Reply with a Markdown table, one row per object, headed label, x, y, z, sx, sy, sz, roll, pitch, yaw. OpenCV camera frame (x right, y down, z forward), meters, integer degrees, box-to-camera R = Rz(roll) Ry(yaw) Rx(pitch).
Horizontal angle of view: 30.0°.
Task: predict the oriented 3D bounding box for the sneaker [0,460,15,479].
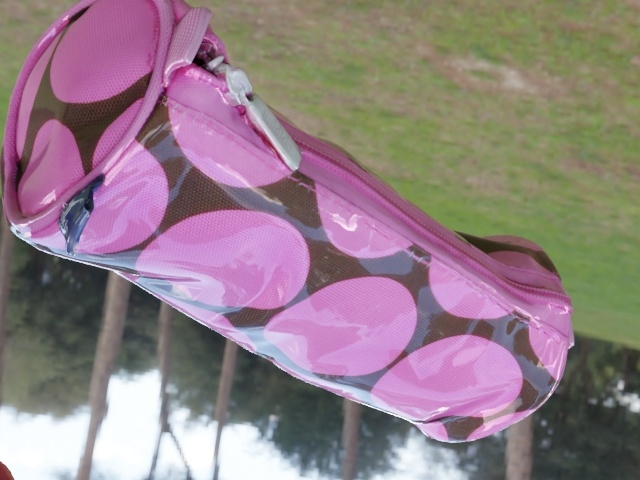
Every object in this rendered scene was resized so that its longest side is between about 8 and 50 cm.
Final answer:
| label | x | y | z | sx | sy | sz | roll | pitch | yaw |
| --- | --- | --- | --- | --- | --- | --- | --- | --- | --- |
| sneaker | -0.161 | 0.040 | 0.307 | 0.135 | 0.097 | 0.276 | 8 | 133 | 44 |

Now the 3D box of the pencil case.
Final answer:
| label | x | y | z | sx | sy | sz | roll | pitch | yaw |
| --- | --- | --- | --- | --- | --- | --- | --- | --- | --- |
| pencil case | 0.000 | 0.000 | 0.398 | 0.098 | 0.095 | 0.209 | -30 | 138 | 34 |
